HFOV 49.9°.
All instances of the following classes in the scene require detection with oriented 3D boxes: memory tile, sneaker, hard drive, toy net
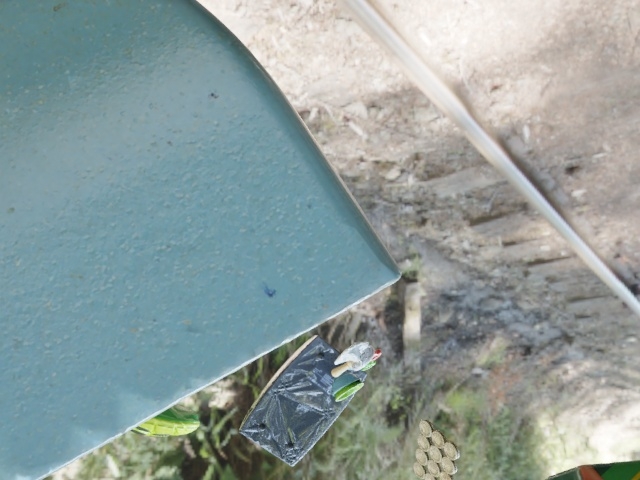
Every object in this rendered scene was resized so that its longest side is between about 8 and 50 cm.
[{"bbox_3d":[0.236,0.449,1.403,0.012,0.148,0.113,-12,-151,-32],"label":"memory tile"},{"bbox_3d":[-0.342,0.275,1.250,0.295,0.123,0.109,30,146,-25],"label":"sneaker"},{"bbox_3d":[-0.039,0.333,1.451,0.172,0.254,0.054,40,177,-24],"label":"hard drive"},{"bbox_3d":[0.079,0.246,1.339,0.122,0.045,0.232,-24,158,-15],"label":"toy net"}]

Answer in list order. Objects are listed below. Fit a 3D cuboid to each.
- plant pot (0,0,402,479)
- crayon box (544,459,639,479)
[{"bbox_3d":[-0.132,-0.035,0.471,0.248,0.252,0.247,-28,-176,-5],"label":"plant pot"},{"bbox_3d":[0.460,0.375,0.853,0.318,0.202,0.081,1,150,-18],"label":"crayon box"}]
